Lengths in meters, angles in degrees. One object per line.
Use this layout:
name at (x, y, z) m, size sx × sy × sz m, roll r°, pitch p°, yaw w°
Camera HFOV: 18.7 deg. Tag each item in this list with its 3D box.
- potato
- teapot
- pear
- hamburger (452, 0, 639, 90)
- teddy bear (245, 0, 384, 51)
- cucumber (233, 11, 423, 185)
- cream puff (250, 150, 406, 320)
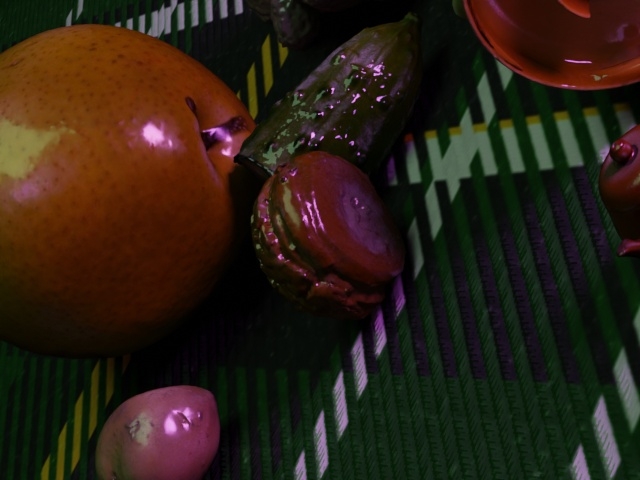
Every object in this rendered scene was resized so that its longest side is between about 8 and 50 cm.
potato at (-0.157, 0.207, 1.896) m, size 0.147 × 0.112 × 0.112 m, roll -54°, pitch 24°, yaw 23°
teapot at (0.259, -0.047, 1.463) m, size 0.116 × 0.116 × 0.173 m, roll -21°, pitch 41°, yaw 50°
pear at (-0.255, -0.047, 2.074) m, size 0.418 × 0.362 × 0.362 m, roll -21°, pitch 42°, yaw 40°
hamburger at (0.227, -0.280, 1.615) m, size 0.274 × 0.274 × 0.212 m, roll -41°, pitch 27°, yaw 27°
teddy bear at (0.008, -0.324, 2.181) m, size 0.267 × 0.151 × 0.236 m, roll -5°, pitch 57°, yaw 60°
cucumber at (0.032, -0.132, 1.961) m, size 0.244 × 0.134 × 0.134 m, roll -55°, pitch 25°, yaw -10°
cream puff at (0.000, 0.000, 1.809) m, size 0.115 × 0.150 × 0.165 m, roll -32°, pitch 57°, yaw 34°
